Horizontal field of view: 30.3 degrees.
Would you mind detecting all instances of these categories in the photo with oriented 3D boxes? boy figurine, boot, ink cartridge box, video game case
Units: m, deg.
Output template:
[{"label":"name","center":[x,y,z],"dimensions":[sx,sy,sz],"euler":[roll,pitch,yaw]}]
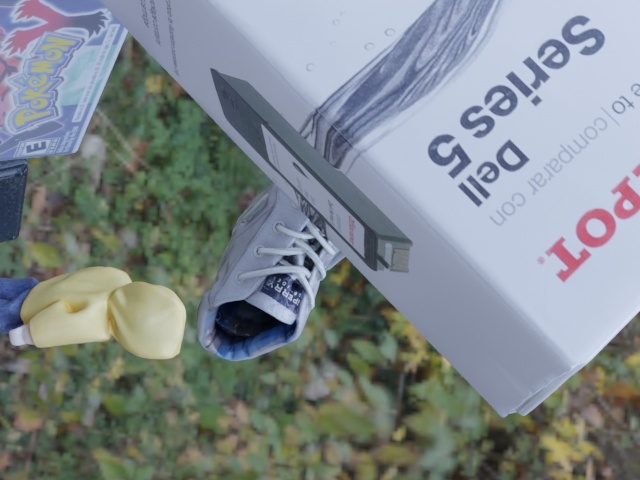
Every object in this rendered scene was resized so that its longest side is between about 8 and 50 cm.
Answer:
[{"label":"boy figurine","center":[-0.286,0.082,1.396],"dimensions":[0.177,0.285,0.092],"euler":[-54,145,-65]},{"label":"boot","center":[0.000,0.000,0.762],"dimensions":[0.258,0.095,0.123],"euler":[-45,-162,55]},{"label":"ink cartridge box","center":[0.058,-0.097,0.473],"dimensions":[0.198,0.273,0.115],"euler":[-42,170,-14]},{"label":"video game case","center":[-0.196,-0.100,0.637],"dimensions":[0.201,0.183,0.023],"euler":[-51,-125,51]}]

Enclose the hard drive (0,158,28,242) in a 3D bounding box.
[{"label":"hard drive","center":[-0.271,-0.017,0.811],"dimensions":[0.022,0.135,0.094],"euler":[62,-30,23]}]
